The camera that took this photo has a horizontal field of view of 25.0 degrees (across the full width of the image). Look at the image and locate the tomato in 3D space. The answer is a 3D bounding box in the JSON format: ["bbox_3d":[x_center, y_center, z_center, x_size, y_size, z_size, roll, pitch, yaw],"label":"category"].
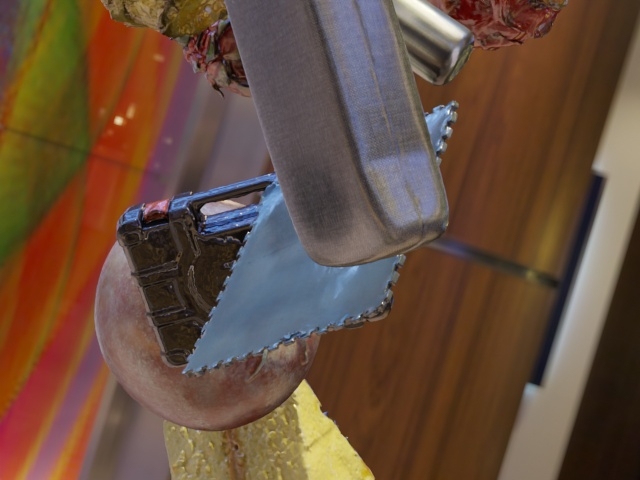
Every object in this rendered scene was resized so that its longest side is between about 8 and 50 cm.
[{"bbox_3d":[-0.150,0.097,1.960,0.317,0.316,0.282,17,-37,-26],"label":"tomato"}]

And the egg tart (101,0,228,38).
[{"bbox_3d":[-0.124,-0.261,1.415,0.074,0.191,0.191,50,9,15],"label":"egg tart"}]

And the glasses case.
[{"bbox_3d":[-0.001,-0.141,1.029,0.074,0.323,0.131,-17,1,-29],"label":"glasses case"}]

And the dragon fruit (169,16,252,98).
[{"bbox_3d":[-0.124,-0.310,2.269,0.188,0.182,0.182,43,10,21],"label":"dragon fruit"}]

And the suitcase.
[{"bbox_3d":[-0.075,0.026,1.676,0.286,0.206,0.066,-15,23,8],"label":"suitcase"}]

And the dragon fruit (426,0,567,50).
[{"bbox_3d":[0.275,-0.453,2.414,0.342,0.277,0.277,15,-2,45],"label":"dragon fruit"}]

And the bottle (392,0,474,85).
[{"bbox_3d":[0.069,-0.287,1.732,0.254,0.096,0.079,35,18,11],"label":"bottle"}]

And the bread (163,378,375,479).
[{"bbox_3d":[-0.079,0.318,2.168,0.263,0.236,0.198,-22,-10,32],"label":"bread"}]

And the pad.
[{"bbox_3d":[0.000,0.000,1.348,0.270,0.269,0.012,-20,-56,42],"label":"pad"}]
